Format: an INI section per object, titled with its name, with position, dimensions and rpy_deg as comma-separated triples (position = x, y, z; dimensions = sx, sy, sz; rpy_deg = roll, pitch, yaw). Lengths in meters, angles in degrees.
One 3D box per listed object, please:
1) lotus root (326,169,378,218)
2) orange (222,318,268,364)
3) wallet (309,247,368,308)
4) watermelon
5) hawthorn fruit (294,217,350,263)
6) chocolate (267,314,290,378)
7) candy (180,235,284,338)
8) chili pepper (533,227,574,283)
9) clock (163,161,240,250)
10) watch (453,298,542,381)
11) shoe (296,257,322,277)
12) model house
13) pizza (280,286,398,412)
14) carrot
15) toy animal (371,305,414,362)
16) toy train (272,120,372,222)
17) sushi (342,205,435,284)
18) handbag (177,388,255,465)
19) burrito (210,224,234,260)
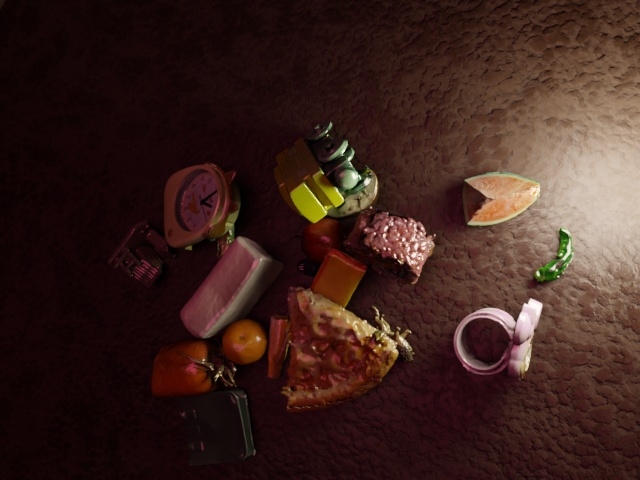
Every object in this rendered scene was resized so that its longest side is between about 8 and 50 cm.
[lotus root]
position = 0.092, -0.143, 1.868
dimensions = 0.235, 0.119, 0.138
rpy_deg = -17, 79, 14
[orange]
position = -0.257, 0.348, 1.904
dimensions = 0.159, 0.136, 0.158
rpy_deg = -1, 65, 3
[wallet]
position = 0.047, 0.140, 1.823
dimensions = 0.141, 0.067, 0.241
rpy_deg = 29, 124, 2
[watermelon]
position = 0.551, -0.149, 1.741
dimensions = 0.231, 0.128, 0.146
rpy_deg = -14, 52, 3
[hawthorn fruit]
position = 0.000, 0.000, 1.864
dimensions = 0.194, 0.157, 0.156
rpy_deg = 7, 87, 20
[chocolate]
position = -0.146, 0.369, 1.922
dimensions = 0.086, 0.086, 0.219
rpy_deg = 9, 92, 18
[candy]
position = -0.304, 0.166, 1.918
dimensions = 0.145, 0.208, 0.358
rpy_deg = 40, 98, 18
[chili pepper]
position = 0.718, 0.054, 1.683
dimensions = 0.073, 0.050, 0.182
rpy_deg = 30, 92, 25
[clock]
position = -0.409, -0.129, 1.976
dimensions = 0.349, 0.117, 0.285
rpy_deg = -15, 72, 33
[watch]
position = 0.519, 0.284, 1.661
dimensions = 0.218, 0.211, 0.248
rpy_deg = 12, 97, 27
[shoe]
position = -0.010, 0.097, 1.904
dimensions = 0.160, 0.053, 0.062
rpy_deg = 0, 122, 13
[model house]
position = -0.655, 0.061, 2.087
dimensions = 0.188, 0.122, 0.229
rpy_deg = 41, 95, 15
[pizza]
position = 0.058, 0.379, 1.807
dimensions = 0.392, 0.080, 0.434
rpy_deg = 4, 102, 18
[carrot]
position = -0.443, 0.438, 1.940
dimensions = 0.332, 0.193, 0.214
rpy_deg = -3, 123, 14
[toy animal]
position = 0.236, 0.297, 1.807
dimensions = 0.086, 0.069, 0.219
rpy_deg = -40, 73, 16
[toy train]
position = -0.013, -0.225, 1.781
dimensions = 0.272, 0.442, 0.179
rpy_deg = -36, 117, 7
[sushi]
position = 0.215, 0.012, 1.760
dimensions = 0.270, 0.236, 0.170
rpy_deg = 25, 74, 11
[handbag]
position = -0.370, 0.658, 1.958
dimensions = 0.260, 0.079, 0.247
rpy_deg = -12, 84, 20
[burrito]
position = -0.365, -0.052, 2.039
dimensions = 0.104, 0.054, 0.287
rpy_deg = -6, 83, 18
